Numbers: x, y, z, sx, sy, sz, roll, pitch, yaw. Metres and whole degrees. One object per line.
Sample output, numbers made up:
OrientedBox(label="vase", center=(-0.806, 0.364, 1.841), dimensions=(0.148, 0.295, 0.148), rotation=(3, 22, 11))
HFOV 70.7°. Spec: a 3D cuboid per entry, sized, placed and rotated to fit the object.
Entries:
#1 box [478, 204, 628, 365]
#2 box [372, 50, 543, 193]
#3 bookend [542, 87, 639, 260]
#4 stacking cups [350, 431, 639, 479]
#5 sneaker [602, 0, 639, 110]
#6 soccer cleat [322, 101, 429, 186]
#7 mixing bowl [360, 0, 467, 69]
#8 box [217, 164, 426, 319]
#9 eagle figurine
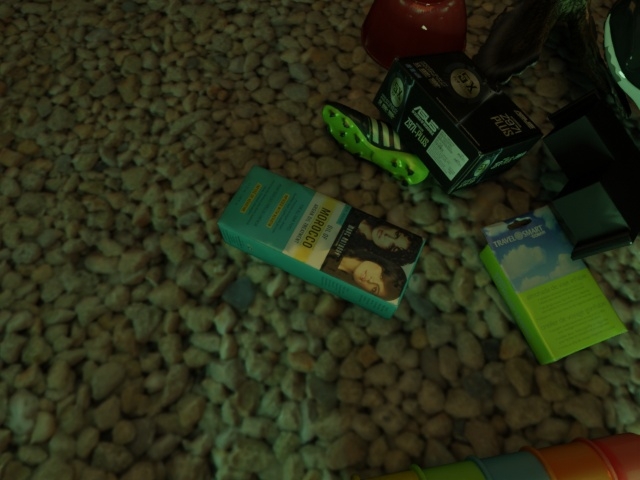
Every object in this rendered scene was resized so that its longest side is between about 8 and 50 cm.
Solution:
OrientedBox(label="box", center=(0.284, 0.053, 0.572), dimensions=(0.108, 0.042, 0.179), rotation=(-18, 68, -10))
OrientedBox(label="box", center=(0.187, -0.170, 0.625), dimensions=(0.147, 0.078, 0.180), rotation=(-20, 66, -33))
OrientedBox(label="bookend", center=(0.334, -0.085, 0.567), dimensions=(0.157, 0.072, 0.156), rotation=(-38, 94, -36))
OrientedBox(label="stacking cups", center=(0.191, 0.253, 0.463), dimensions=(0.315, 0.096, 0.096), rotation=(-10, 67, -10))
OrientedBox(label="sneaker", center=(0.486, -0.207, 0.581), dimensions=(0.107, 0.124, 0.283), rotation=(-39, 103, -13))
OrientedBox(label="soccer cleat", center=(0.083, -0.148, 0.653), dimensions=(0.178, 0.060, 0.072), rotation=(36, 60, 7))
OrientedBox(label="mixing bowl", center=(0.161, -0.367, 0.725), dimensions=(0.181, 0.098, 0.182), rotation=(1, 67, -2))
OrientedBox(label="box", center=(0.000, 0.000, 0.579), dimensions=(0.244, 0.060, 0.101), rotation=(24, 68, 9))
OrientedBox(label="eagle figurine", center=(0.379, -0.344, 0.698), dimensions=(0.226, 0.225, 0.299), rotation=(18, 98, 49))
